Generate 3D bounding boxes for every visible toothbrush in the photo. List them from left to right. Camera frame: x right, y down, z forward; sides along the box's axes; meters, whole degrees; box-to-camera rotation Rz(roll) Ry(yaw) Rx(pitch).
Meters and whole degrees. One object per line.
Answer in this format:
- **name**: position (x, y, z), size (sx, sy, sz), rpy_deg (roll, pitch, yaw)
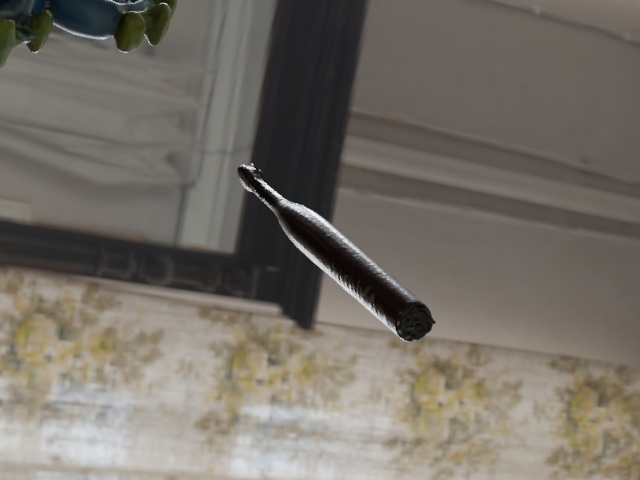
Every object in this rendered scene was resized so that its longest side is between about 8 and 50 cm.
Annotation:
- **toothbrush**: position (-0.001, 0.000, 1.235), size (0.364, 0.041, 0.041), rpy_deg (40, -63, 54)

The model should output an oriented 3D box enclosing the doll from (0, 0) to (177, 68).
- **doll**: position (-0.268, -0.239, 0.979), size (0.341, 0.346, 0.099), rpy_deg (-88, -164, -56)
